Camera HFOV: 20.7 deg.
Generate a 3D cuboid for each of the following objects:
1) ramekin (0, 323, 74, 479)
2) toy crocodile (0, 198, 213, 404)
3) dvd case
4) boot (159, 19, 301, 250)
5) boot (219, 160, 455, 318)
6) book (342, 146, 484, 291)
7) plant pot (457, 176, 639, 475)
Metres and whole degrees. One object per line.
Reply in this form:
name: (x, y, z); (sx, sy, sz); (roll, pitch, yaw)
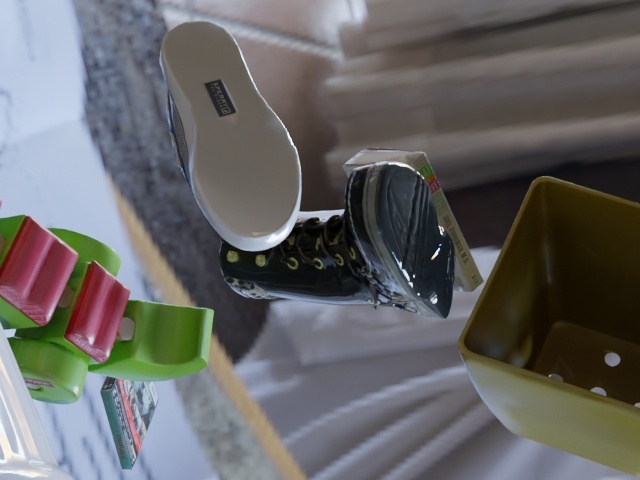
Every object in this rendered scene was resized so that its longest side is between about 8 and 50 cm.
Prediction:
ramekin: (-0.255, 0.103, 0.799); (0.273, 0.273, 0.127); (9, 63, -61)
toy crocodile: (-0.216, 0.017, 1.169); (0.340, 0.105, 0.115); (35, 60, -37)
dvd case: (-0.176, 0.144, 1.625); (0.119, 0.013, 0.087); (-74, 155, -61)
boot: (-0.056, -0.048, 1.111); (0.086, 0.069, 0.190); (90, -14, -49)
boot: (0.000, 0.002, 1.335); (0.236, 0.178, 0.085); (51, 46, -67)
book: (0.090, -0.018, 1.658); (0.035, 0.096, 0.144); (-39, 115, -29)
plant pot: (0.265, 0.101, 1.644); (0.187, 0.212, 0.212); (82, 31, -54)
